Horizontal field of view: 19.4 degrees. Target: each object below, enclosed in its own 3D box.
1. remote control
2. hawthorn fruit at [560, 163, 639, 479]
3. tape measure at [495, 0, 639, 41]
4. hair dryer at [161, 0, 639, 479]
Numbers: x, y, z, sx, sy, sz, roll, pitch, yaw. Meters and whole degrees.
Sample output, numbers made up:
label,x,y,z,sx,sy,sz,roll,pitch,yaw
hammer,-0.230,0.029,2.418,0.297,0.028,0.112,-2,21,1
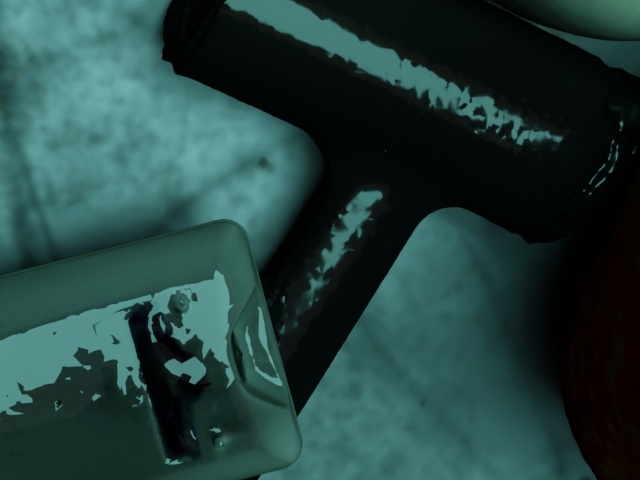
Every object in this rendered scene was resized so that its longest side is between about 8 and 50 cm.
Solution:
label,x,y,z,sx,sy,sz,roll,pitch,yaw
remote control,-0.169,0.083,0.752,0.313,0.055,0.109,-15,102,0
hawthorn fruit,0.241,0.036,0.775,0.275,0.275,0.299,28,60,-18
tape measure,0.140,-0.218,0.785,0.258,0.130,0.265,24,91,-20
hair dryer,0.000,0.000,0.804,0.197,0.089,0.251,25,97,-18
